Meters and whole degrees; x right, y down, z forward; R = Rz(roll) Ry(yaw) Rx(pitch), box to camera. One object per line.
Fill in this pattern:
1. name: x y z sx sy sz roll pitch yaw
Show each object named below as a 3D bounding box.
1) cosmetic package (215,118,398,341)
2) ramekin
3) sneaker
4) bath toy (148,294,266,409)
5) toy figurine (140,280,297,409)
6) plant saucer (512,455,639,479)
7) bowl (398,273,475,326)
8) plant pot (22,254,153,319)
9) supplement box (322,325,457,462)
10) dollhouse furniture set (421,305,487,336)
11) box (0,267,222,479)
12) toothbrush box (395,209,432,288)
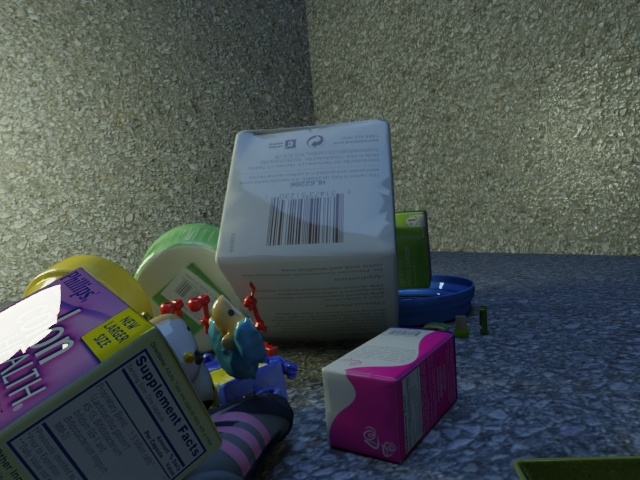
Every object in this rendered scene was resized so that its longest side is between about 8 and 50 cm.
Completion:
1. cosmetic package: 0.000 0.000 1.088 0.329 0.327 0.394 -3 -33 7
2. ramekin: -0.295 0.119 1.178 0.303 0.303 0.148 -5 11 -3
3. sneaker: -0.110 0.258 0.544 0.131 0.112 0.319 46 17 26
4. bath toy: -0.230 0.197 0.566 0.348 0.151 0.129 -31 25 -24
5. toy figurine: -0.158 0.197 0.744 0.217 0.191 0.362 6 12 44
6. plant saucer: 0.282 0.249 0.415 0.188 0.045 0.188 -4 4 6
7. bowl: 0.233 0.163 1.397 0.391 0.077 0.391 -5 4 0
8. plant pot: -0.496 0.187 0.961 0.254 0.254 0.239 -4 21 13
9. supplement box: 0.108 0.207 0.717 0.111 0.114 0.220 -1 5 34
10. dollhouse furniture set: 0.305 0.185 1.144 0.151 0.059 0.076 -3 4 19
11. box: -0.241 0.148 0.376 0.243 0.117 0.213 -33 28 -29
12. toothbrush box: 0.160 0.028 1.390 0.283 0.206 0.122 -3 5 16
